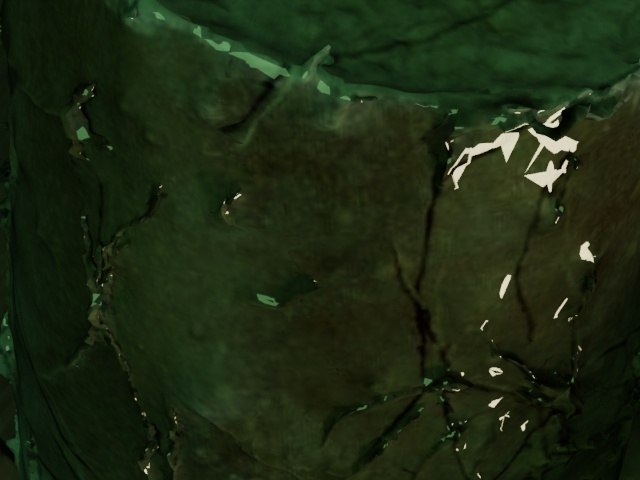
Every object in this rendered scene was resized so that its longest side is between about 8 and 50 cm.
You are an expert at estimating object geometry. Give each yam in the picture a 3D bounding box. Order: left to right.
[{"bbox_3d":[0.000,0.000,0.607,0.241,0.241,0.348,15,140,8],"label":"yam"}]

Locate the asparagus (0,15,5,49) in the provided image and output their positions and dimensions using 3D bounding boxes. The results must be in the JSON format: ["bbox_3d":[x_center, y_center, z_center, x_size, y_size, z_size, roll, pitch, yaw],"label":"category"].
[{"bbox_3d":[-0.191,-0.139,0.792,0.016,0.016,0.163,-43,91,0],"label":"asparagus"}]

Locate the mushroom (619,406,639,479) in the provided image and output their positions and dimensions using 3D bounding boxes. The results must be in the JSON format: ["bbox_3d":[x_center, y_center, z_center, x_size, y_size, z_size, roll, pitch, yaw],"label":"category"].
[{"bbox_3d":[0.150,0.108,0.688,0.071,0.209,0.084,-40,105,3],"label":"mushroom"}]
